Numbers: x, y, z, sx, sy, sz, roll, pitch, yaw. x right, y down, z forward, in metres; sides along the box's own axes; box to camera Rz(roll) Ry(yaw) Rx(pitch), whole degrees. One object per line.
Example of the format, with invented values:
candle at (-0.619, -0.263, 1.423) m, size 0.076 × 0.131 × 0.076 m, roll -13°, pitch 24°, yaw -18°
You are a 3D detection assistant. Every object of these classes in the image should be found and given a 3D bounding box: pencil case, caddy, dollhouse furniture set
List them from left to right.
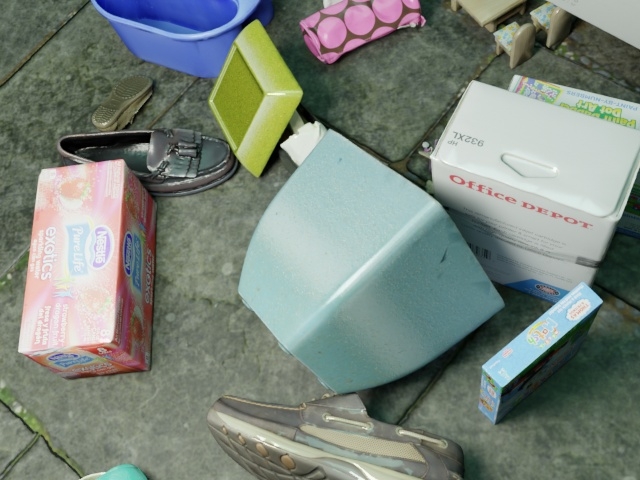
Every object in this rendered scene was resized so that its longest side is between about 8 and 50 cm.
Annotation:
caddy at (-0.247, -0.446, 1.366) m, size 0.342 × 0.179 × 0.241 m, roll 20°, pitch 71°, yaw 18°
pencil case at (0.073, -0.380, 1.329) m, size 0.209 × 0.095 × 0.098 m, roll -25°, pitch 91°, yaw 0°
dollhouse furniture set at (0.217, -0.128, 1.225) m, size 0.115 × 0.090 × 0.081 m, roll -5°, pitch 20°, yaw -16°
dollhouse furniture set at (0.348, -0.455, 1.270) m, size 0.242 × 0.161 × 0.212 m, roll -32°, pitch 64°, yaw -5°

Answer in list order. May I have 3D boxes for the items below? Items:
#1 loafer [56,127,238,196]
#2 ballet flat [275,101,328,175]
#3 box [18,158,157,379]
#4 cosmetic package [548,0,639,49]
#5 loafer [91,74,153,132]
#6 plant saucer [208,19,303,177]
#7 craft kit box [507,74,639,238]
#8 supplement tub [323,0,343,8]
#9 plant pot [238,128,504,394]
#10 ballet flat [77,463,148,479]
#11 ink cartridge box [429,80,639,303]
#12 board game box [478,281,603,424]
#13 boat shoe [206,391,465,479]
loafer at (-0.294, -0.138, 1.274) m, size 0.303 × 0.095 × 0.109 m, roll -1°, pitch 65°, yaw 10°
ballet flat at (-0.038, -0.173, 1.244) m, size 0.095 × 0.096 × 0.280 m, roll -37°, pitch 64°, yaw -7°
box at (-0.347, 0.044, 1.167) m, size 0.142 × 0.154 × 0.299 m, roll -7°, pitch 63°, yaw 7°
cosmetic package at (0.574, -0.357, 1.064) m, size 0.454 × 0.230 × 0.161 m, roll 26°, pitch 71°, yaw -3°
loafer at (-0.352, -0.241, 1.361) m, size 0.056 × 0.050 × 0.148 m, roll 27°, pitch 57°, yaw 17°
plant saucer at (-0.121, -0.231, 1.239) m, size 0.045 × 0.188 × 0.188 m, roll -4°, pitch 52°, yaw -37°
craft kit box at (0.372, -0.106, 1.054) m, size 0.250 × 0.246 × 0.060 m, roll 19°, pitch 71°, yaw 17°
supplement tub at (0.034, -0.469, 1.385) m, size 0.071 × 0.071 × 0.107 m, roll -11°, pitch 63°, yaw 5°
plant pot at (0.043, 0.053, 1.020) m, size 0.252 × 0.247 × 0.248 m, roll -44°, pitch 43°, yaw -3°
ballet flat at (-0.350, 0.385, 1.058) m, size 0.247 × 0.083 × 0.087 m, roll -26°, pitch 39°, yaw -3°
ink cartridge box at (0.276, -0.047, 1.009) m, size 0.223 × 0.307 × 0.129 m, roll 22°, pitch 71°, yaw 19°
board game box at (0.273, 0.151, 0.970) m, size 0.160 × 0.211 × 0.039 m, roll -38°, pitch 65°, yaw -8°
boat shoe at (0.023, 0.277, 1.020) m, size 0.356 × 0.132 × 0.130 m, roll 18°, pitch 49°, yaw 13°
